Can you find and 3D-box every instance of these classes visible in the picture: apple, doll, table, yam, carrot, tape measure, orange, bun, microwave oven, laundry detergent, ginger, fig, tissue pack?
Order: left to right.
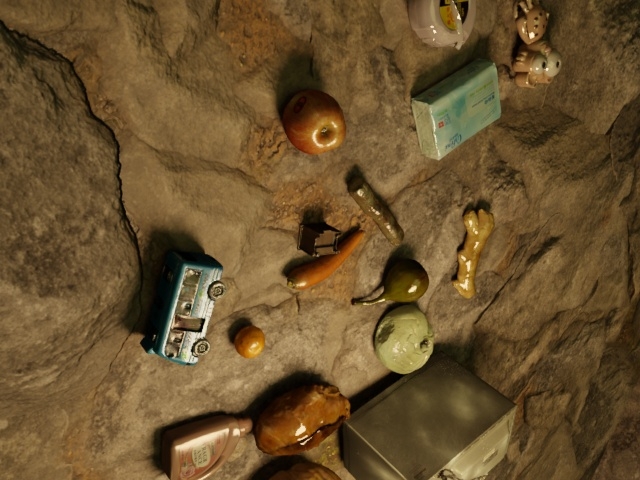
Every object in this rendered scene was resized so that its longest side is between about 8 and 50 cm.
[{"bbox_3d":[-0.289,0.538,1.646,0.237,0.076,0.171,-7,114,-36],"label":"laundry detergent"},{"bbox_3d":[-0.179,0.255,1.611,0.083,0.070,0.083,-25,134,-30],"label":"orange"},{"bbox_3d":[-0.032,0.480,1.752,0.321,0.165,0.172,-9,139,-37],"label":"ginger"},{"bbox_3d":[-0.011,-0.271,1.479,0.146,0.131,0.147,-17,123,-28],"label":"apple"},{"bbox_3d":[0.000,0.000,1.629,0.083,0.082,0.070,-5,111,-34],"label":"table"},{"bbox_3d":[0.019,0.058,1.689,0.271,0.062,0.066,-29,79,-27],"label":"carrot"},{"bbox_3d":[0.155,-0.077,1.727,0.061,0.061,0.253,-50,130,-8],"label":"yam"},{"bbox_3d":[0.200,0.143,1.828,0.236,0.124,0.124,-28,124,-7],"label":"fig"},{"bbox_3d":[0.261,0.305,1.928,0.221,0.108,0.222,-14,117,-31],"label":"bun"},{"bbox_3d":[0.332,0.596,1.923,0.431,0.374,0.237,-27,131,-29],"label":"microwave oven"},{"bbox_3d":[0.302,-0.587,1.584,0.197,0.120,0.236,-22,116,-34],"label":"tape measure"},{"bbox_3d":[0.380,-0.362,1.755,0.263,0.089,0.177,-33,127,-20],"label":"tissue pack"},{"bbox_3d":[0.480,0.045,2.010,0.117,0.065,0.299,0,108,-22],"label":"ginger"},{"bbox_3d":[0.605,-0.572,1.819,0.154,0.119,0.278,-32,120,-26],"label":"doll"}]

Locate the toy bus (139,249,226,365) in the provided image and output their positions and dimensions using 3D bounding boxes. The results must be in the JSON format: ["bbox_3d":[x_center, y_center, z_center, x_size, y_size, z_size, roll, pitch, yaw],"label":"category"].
[{"bbox_3d":[-0.310,0.151,1.444,0.134,0.113,0.247,12,99,-34],"label":"toy bus"}]

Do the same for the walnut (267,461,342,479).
[{"bbox_3d":[-0.042,0.797,1.777,0.332,0.332,0.333,-14,116,-31],"label":"walnut"}]
